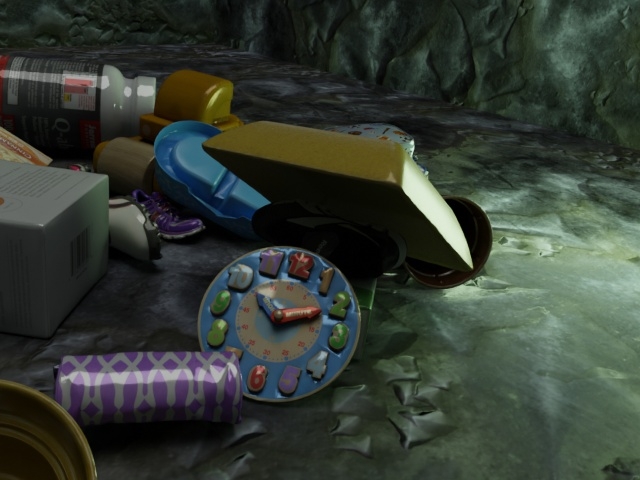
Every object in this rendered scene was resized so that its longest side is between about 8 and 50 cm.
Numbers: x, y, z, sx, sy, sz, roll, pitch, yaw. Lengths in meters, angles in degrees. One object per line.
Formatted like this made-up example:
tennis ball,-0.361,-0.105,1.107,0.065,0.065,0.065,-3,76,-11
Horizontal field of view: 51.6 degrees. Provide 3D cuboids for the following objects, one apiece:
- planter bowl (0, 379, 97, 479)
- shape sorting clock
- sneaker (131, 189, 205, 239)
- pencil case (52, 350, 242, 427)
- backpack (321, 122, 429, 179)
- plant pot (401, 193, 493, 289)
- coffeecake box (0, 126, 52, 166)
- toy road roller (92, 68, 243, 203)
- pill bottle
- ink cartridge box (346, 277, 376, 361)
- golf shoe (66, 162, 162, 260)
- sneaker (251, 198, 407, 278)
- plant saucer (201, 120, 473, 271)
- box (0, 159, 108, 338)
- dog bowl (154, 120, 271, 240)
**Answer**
planter bowl,-0.277,0.225,0.511,0.217,0.090,0.217,3,55,-4
shape sorting clock,-0.053,0.100,0.835,0.206,0.040,0.206,0,61,0
sneaker,-0.288,-0.050,1.211,0.170,0.071,0.068,18,25,22
pencil case,-0.186,0.167,0.719,0.206,0.088,0.086,1,21,-14
backpack,0.077,-0.133,1.366,0.276,0.213,0.263,-1,14,-11
plant pot,0.199,-0.018,1.191,0.167,0.167,0.165,2,16,-12
coffeecake box,-0.560,-0.126,1.123,0.142,0.068,0.185,35,16,-19
toy road roller,-0.302,-0.227,1.400,0.202,0.240,0.329,19,26,26
pill bottle,-0.575,-0.315,1.560,0.363,0.210,0.210,2,24,-12
ink cartridge box,0.002,0.072,0.988,0.160,0.092,0.219,10,23,6
golf shoe,-0.373,-0.028,1.101,0.273,0.105,0.120,29,42,29
sneaker,0.000,0.000,0.934,0.234,0.078,0.106,16,23,15
plant saucer,0.045,-0.075,0.985,0.333,0.081,0.333,16,-13,33
box,-0.504,-0.009,0.929,0.345,0.168,0.215,9,24,2
dog bowl,-0.175,-0.106,1.236,0.297,0.074,0.166,29,48,-7
